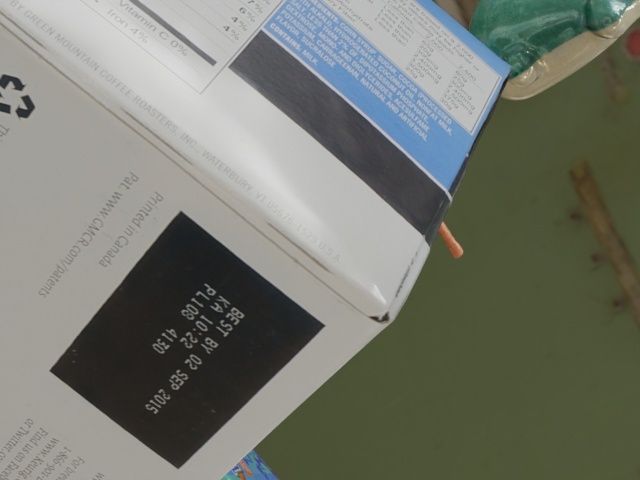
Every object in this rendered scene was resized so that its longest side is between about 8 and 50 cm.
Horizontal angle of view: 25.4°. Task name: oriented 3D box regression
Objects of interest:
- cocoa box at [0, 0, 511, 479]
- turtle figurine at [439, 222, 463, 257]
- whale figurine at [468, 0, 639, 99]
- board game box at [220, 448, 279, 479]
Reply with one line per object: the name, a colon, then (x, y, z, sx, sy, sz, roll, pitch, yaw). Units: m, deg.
cocoa box: (-0.113, -0.001, 0.707, 0.231, 0.347, 0.228, 39, 39, -6)
turtle figurine: (0.000, 0.000, 1.247, 0.269, 0.217, 0.087, 39, 21, -44)
whale figurine: (0.290, -0.280, 1.766, 0.216, 0.272, 0.141, -43, 102, -24)
board game box: (-0.132, 0.222, 1.563, 0.160, 0.047, 0.210, 49, 4, 16)
